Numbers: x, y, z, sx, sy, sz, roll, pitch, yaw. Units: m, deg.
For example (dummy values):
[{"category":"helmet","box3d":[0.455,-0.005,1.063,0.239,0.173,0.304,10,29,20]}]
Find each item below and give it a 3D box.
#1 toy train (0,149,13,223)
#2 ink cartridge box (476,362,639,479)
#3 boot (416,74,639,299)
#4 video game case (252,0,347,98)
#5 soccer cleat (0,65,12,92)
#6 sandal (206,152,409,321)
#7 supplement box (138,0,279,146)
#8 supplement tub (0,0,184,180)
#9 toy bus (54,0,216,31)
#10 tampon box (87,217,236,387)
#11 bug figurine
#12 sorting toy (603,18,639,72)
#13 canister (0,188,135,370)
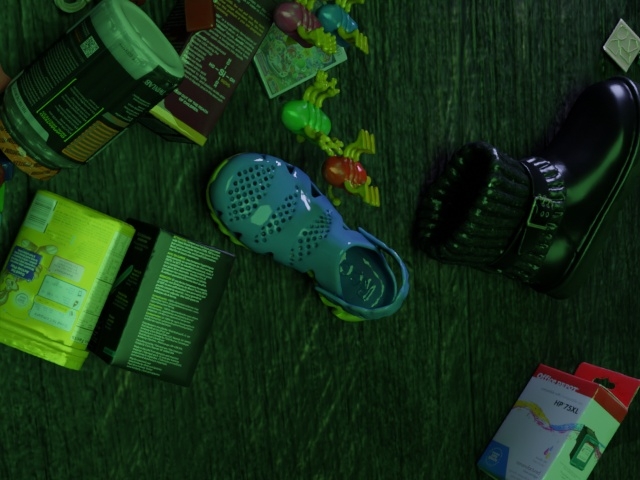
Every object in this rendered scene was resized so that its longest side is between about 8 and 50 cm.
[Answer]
[{"category":"toy train","box3d":[-0.446,-0.032,1.065,0.248,0.105,0.143,-1,111,-29]},{"category":"ink cartridge box","box3d":[0.347,0.268,1.525,0.078,0.134,0.231,41,77,-27]},{"category":"boot","box3d":[0.298,-0.101,1.442,0.260,0.131,0.348,22,87,-30]},{"category":"video game case","box3d":[-0.031,-0.241,1.306,0.122,0.011,0.087,-31,111,-22]},{"category":"soccer cleat","box3d":[-0.394,-0.292,1.058,0.116,0.109,0.318,-18,101,-54]},{"category":"sandal","box3d":[0.000,0.000,1.291,0.317,0.138,0.126,35,82,-27]},{"category":"supplement box","box3d":[-0.139,-0.209,1.197,0.081,0.104,0.188,33,81,-30]},{"category":"supplement tub","box3d":[-0.246,-0.155,1.095,0.190,0.117,0.117,-37,117,13]},{"category":"toy bus","box3d":[-0.181,-0.323,1.102,0.191,0.104,0.202,22,86,10]},{"category":"tampon box","box3d":[-0.187,0.069,1.204,0.101,0.120,0.161,22,87,-29]},{"category":"bug figurine","box3d":[0.006,-0.180,1.217,0.216,0.072,0.279,25,60,-65]},{"category":"sorting toy","box3d":[0.460,-0.283,1.572,0.083,0.012,0.062,38,74,-25]},{"category":"canister","box3d":[-0.290,0.042,1.159,0.126,0.073,0.170,23,84,-10]}]
